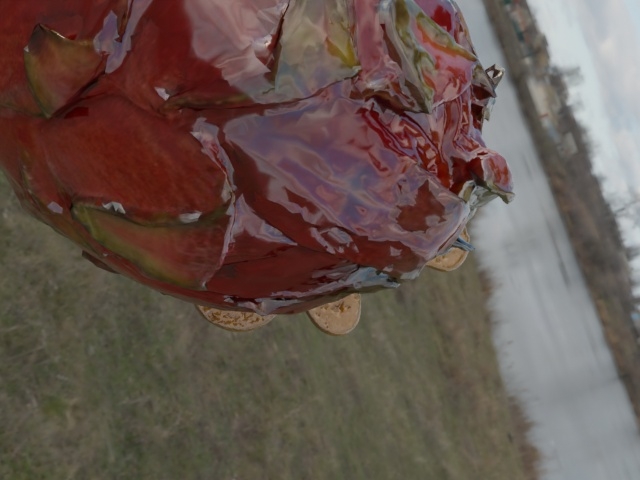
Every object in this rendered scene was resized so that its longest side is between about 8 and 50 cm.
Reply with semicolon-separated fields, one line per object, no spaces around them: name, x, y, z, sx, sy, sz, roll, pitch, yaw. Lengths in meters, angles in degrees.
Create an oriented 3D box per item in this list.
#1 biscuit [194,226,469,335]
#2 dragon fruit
biscuit;0.000;0.000;0.810;0.165;0.250;0.036;63;-13;-2
dragon fruit;-0.059;-0.104;0.520;0.342;0.277;0.277;55;15;-6
